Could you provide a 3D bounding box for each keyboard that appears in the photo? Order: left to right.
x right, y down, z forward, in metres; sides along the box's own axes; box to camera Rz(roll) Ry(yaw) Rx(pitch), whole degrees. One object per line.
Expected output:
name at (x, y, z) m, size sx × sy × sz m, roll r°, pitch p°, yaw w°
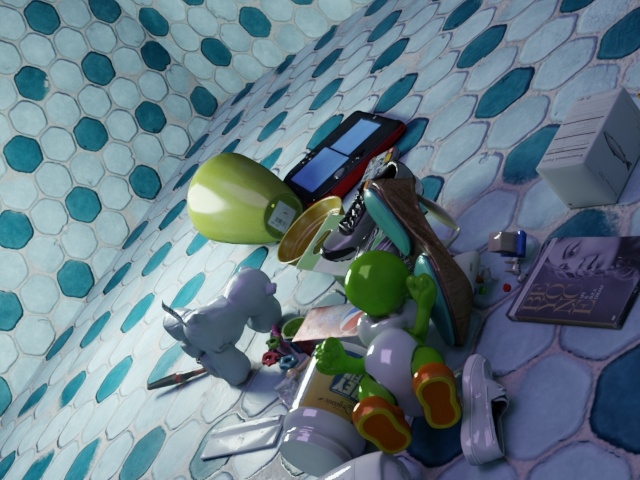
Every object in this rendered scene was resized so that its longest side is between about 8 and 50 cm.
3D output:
keyboard at (-0.164, 0.411, 1.688) m, size 0.256 × 0.014 × 0.072 m, roll -24°, pitch 36°, yaw 44°

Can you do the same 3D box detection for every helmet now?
helmet at (0.147, 0.043, 1.555) m, size 0.169 × 0.169 × 0.161 m, roll -42°, pitch 8°, yaw 11°

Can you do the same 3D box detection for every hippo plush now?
hippo plush at (-0.224, 0.162, 1.901) m, size 0.234 × 0.294 × 0.236 m, roll 20°, pitch 59°, yaw 43°

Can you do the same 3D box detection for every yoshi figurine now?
yoshi figurine at (0.103, 0.142, 1.284) m, size 0.362 × 0.204 × 0.202 m, roll -96°, pitch 21°, yaw -61°

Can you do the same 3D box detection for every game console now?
game console at (0.054, -0.242, 2.349) m, size 0.342 × 0.060 × 0.386 m, roll -47°, pitch 22°, yaw -1°

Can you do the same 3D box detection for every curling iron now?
curling iron at (-0.362, 0.349, 2.118) m, size 0.274 × 0.035 × 0.068 m, roll -30°, pitch 23°, yaw 33°

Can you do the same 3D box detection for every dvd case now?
dvd case at (0.403, 0.060, 1.252) m, size 0.164 × 0.018 × 0.221 m, roll -55°, pitch 23°, yaw -20°

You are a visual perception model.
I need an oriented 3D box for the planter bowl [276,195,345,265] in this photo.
planter bowl at (0.000, 0.000, 1.986) m, size 0.217 × 0.090 × 0.217 m, roll -37°, pitch 24°, yaw 20°

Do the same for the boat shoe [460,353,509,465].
boat shoe at (0.243, 0.239, 1.179) m, size 0.063 × 0.066 × 0.184 m, roll -17°, pitch 31°, yaw 27°

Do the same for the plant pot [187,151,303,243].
plant pot at (-0.188, -0.096, 2.323) m, size 0.294 × 0.274 × 0.274 m, roll 20°, pitch 67°, yaw 49°

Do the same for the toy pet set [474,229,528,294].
toy pet set at (0.322, 0.041, 1.407) m, size 0.122 × 0.065 × 0.114 m, roll 166°, pitch 111°, yaw -69°

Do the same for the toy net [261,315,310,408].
toy net at (-0.073, 0.255, 1.688) m, size 0.122 × 0.045 × 0.232 m, roll -14°, pitch 33°, yaw 11°

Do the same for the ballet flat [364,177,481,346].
ballet flat at (0.202, 0.020, 1.425) m, size 0.124 × 0.116 × 0.342 m, roll -21°, pitch 62°, yaw -14°

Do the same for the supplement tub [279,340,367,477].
supplement tub at (0.023, 0.288, 1.379) m, size 0.144 × 0.144 × 0.199 m, roll -24°, pitch 32°, yaw 44°

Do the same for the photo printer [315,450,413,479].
photo printer at (0.026, 0.453, 1.137) m, size 0.256 × 0.107 × 0.307 m, roll -38°, pitch 23°, yaw 20°

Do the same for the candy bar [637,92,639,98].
candy bar at (0.584, -0.222, 1.399) m, size 0.040 × 0.018 × 0.161 m, roll -17°, pitch 31°, yaw 17°

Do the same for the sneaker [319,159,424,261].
sneaker at (0.094, -0.065, 1.736) m, size 0.271 × 0.108 × 0.100 m, roll -45°, pitch 38°, yaw -6°

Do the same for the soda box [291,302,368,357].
soda box at (0.062, 0.180, 1.575) m, size 0.263 × 0.083 × 0.092 m, roll -15°, pitch 38°, yaw 54°

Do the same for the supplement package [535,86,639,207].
supplement package at (0.470, -0.157, 1.386) m, size 0.105 × 0.105 × 0.179 m, roll -5°, pitch 47°, yaw 56°

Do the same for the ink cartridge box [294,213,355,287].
ink cartridge box at (0.075, 0.023, 1.793) m, size 0.235 × 0.056 × 0.171 m, roll 3°, pitch 53°, yaw 47°

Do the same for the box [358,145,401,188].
box at (0.152, -0.178, 2.101) m, size 0.094 × 0.027 × 0.137 m, roll -26°, pitch 29°, yaw 40°

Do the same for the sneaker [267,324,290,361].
sneaker at (-0.103, 0.236, 1.839) m, size 0.057 × 0.047 × 0.119 m, roll -53°, pitch 18°, yaw 16°
